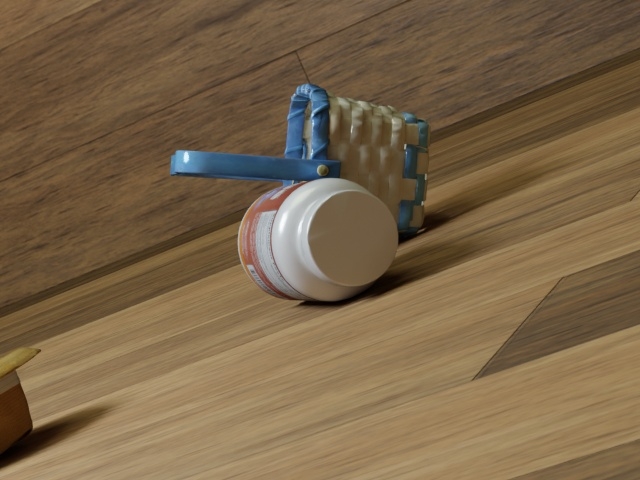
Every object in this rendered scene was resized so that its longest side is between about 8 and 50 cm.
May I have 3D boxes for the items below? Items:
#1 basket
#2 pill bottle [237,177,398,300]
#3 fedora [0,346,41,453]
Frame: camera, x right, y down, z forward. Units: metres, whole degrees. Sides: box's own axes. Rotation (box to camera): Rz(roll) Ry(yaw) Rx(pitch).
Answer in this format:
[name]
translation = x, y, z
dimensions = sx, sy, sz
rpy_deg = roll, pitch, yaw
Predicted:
[basket]
translation = -0.027, -0.079, 2.117
dimensions = 0.288, 0.201, 0.255
rpy_deg = 7, 2, -5
[pill bottle]
translation = 0.000, 0.000, 1.830
dimensions = 0.121, 0.121, 0.216
rpy_deg = -25, 6, -16
[fedora]
translation = -0.337, 0.177, 1.778
dimensions = 0.194, 0.079, 0.194
rpy_deg = -32, 2, 1
